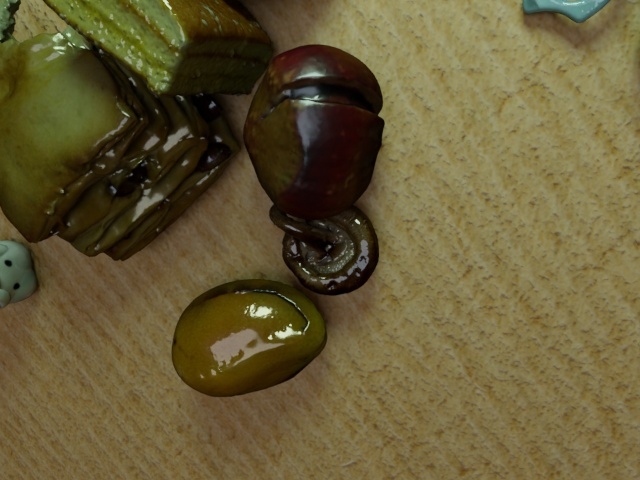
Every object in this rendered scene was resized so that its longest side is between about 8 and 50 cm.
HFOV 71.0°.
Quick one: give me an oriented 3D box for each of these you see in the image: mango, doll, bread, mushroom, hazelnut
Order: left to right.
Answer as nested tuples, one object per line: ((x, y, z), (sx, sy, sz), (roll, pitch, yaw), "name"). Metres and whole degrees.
((-0.544, 0.066, 0.718), (0.106, 0.181, 0.111), (-3, 103, -1), "doll")
((-0.335, -0.167, 0.602), (0.314, 0.191, 0.370), (-40, 92, 19), "bread")
((-0.167, -0.261, 0.515), (0.184, 0.234, 0.110), (42, 114, -2), "bread")
((-0.106, 0.141, 0.662), (0.235, 0.136, 0.167), (-8, 99, 9), "mango")
((-0.006, -0.127, 0.559), (0.177, 0.178, 0.204), (-7, 83, 14), "hazelnut")
((0.000, 0.000, 0.632), (0.170, 0.080, 0.135), (36, 96, 2), "mushroom")

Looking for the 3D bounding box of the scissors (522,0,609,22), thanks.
((0.358, -0.383, 0.437), (0.360, 0.029, 0.191), (-25, 96, 32), "scissors")
